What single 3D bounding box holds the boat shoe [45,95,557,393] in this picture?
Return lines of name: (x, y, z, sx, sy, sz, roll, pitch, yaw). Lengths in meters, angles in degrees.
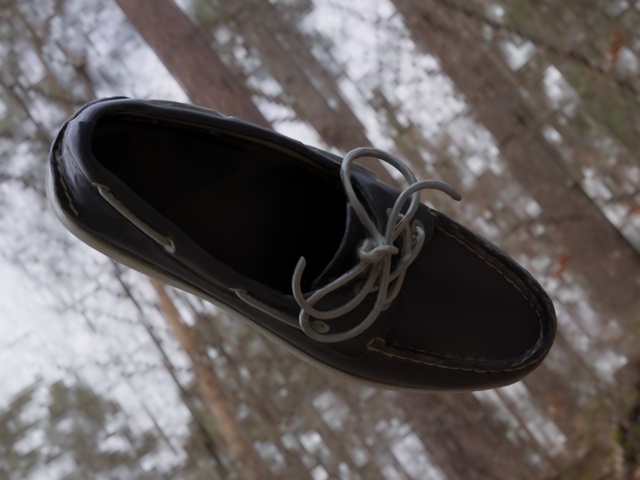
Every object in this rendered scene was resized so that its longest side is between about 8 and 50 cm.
boat shoe: (0.000, 0.000, 0.828, 0.095, 0.254, 0.079, -66, 10, -15)
